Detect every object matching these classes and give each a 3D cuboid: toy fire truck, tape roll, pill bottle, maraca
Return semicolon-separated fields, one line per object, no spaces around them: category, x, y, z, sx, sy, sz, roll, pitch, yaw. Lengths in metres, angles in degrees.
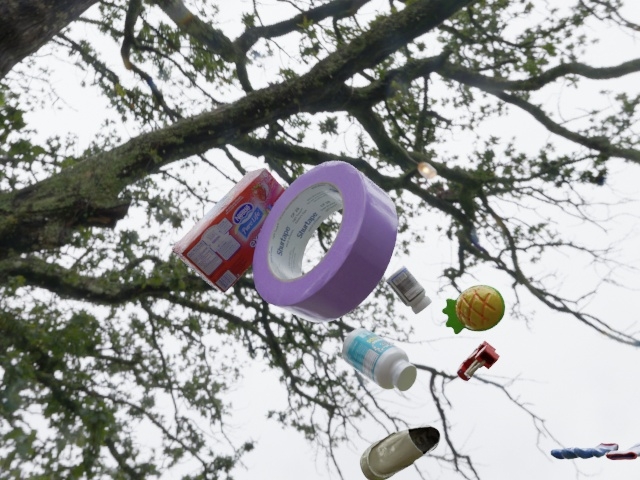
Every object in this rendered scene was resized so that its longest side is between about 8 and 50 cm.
toy fire truck;0.460;0.363;1.298;0.135;0.047;0.192;-28;-28;-51
tape roll;0.000;0.000;0.780;0.090;0.275;0.275;31;-70;-35
pill bottle;0.265;0.149;1.319;0.078;0.137;0.078;-38;-8;-7
maraca;0.421;0.193;1.220;0.099;0.127;0.185;17;-33;-41
pill bottle;0.204;0.414;1.514;0.146;0.264;0.146;-11;-71;-34

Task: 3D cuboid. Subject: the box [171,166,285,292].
box;-0.183;-0.026;0.968;0.257;0.122;0.128;-49;-66;-17

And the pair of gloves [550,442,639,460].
pair of gloves;0.513;0.362;0.764;0.159;0.023;0.198;8;-28;-29

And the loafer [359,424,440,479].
loafer;0.230;0.582;1.239;0.268;0.102;0.092;-15;-36;-29
